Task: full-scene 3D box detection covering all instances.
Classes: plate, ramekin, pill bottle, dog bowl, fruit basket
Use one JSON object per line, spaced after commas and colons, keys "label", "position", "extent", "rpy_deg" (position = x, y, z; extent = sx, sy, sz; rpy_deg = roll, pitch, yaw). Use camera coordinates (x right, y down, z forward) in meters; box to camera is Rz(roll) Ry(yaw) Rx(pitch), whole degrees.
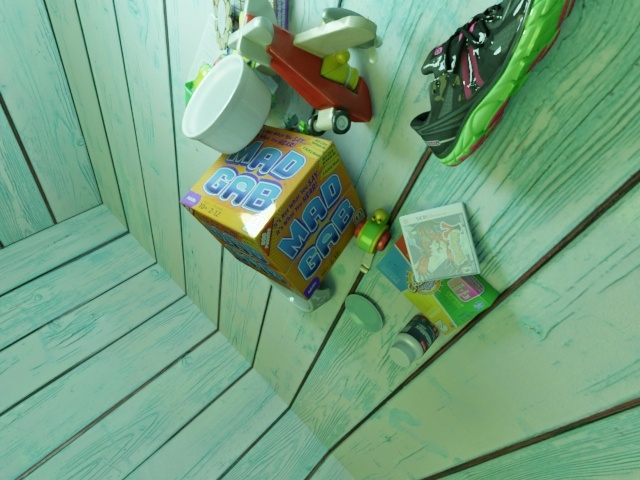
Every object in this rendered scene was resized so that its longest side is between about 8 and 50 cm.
{"label": "plate", "position": [0.179, 0.292, 1.643], "extent": [0.188, 0.024, 0.188], "rpy_deg": [31, 140, 31]}
{"label": "ramekin", "position": [-0.273, -0.392, 1.205], "extent": [0.277, 0.277, 0.135], "rpy_deg": [9, 164, 46]}
{"label": "pill bottle", "position": [0.318, 0.343, 1.386], "extent": [0.108, 0.180, 0.108], "rpy_deg": [30, 139, 30]}
{"label": "dog bowl", "position": [-0.117, 0.170, 1.749], "extent": [0.348, 0.102, 0.349], "rpy_deg": [37, 156, 19]}
{"label": "fruit basket", "position": [-0.326, -0.539, 1.439], "extent": [0.327, 0.165, 0.353], "rpy_deg": [47, 131, 1]}

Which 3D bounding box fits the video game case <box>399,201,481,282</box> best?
{"label": "video game case", "position": [0.332, 0.010, 1.139], "extent": [0.183, 0.023, 0.201], "rpy_deg": [-13, 96, 32]}

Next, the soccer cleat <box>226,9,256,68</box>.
{"label": "soccer cleat", "position": [-0.197, -0.576, 1.181], "extent": [0.289, 0.093, 0.121], "rpy_deg": [-12, 99, 62]}

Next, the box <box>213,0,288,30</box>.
{"label": "box", "position": [-0.214, -0.728, 1.210], "extent": [0.293, 0.057, 0.201], "rpy_deg": [35, 142, 26]}

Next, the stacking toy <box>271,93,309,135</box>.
{"label": "stacking toy", "position": [-0.083, -0.362, 1.300], "extent": [0.167, 0.052, 0.221], "rpy_deg": [42, 172, 18]}

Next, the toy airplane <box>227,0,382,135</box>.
{"label": "toy airplane", "position": [-0.029, -0.478, 1.024], "extent": [0.386, 0.273, 0.384], "rpy_deg": [29, 172, 12]}

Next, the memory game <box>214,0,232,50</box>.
{"label": "memory game", "position": [-0.295, -0.674, 1.226], "extent": [0.186, 0.012, 0.186], "rpy_deg": [26, 119, 60]}

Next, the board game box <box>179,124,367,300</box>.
{"label": "board game box", "position": [-0.132, -0.098, 1.292], "extent": [0.356, 0.357, 0.356], "rpy_deg": [24, 160, 36]}

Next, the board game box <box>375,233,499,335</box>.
{"label": "board game box", "position": [0.348, 0.120, 1.265], "extent": [0.316, 0.064, 0.242], "rpy_deg": [45, 144, 13]}

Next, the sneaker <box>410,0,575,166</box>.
{"label": "sneaker", "position": [0.311, -0.358, 0.802], "extent": [0.202, 0.185, 0.483], "rpy_deg": [39, 142, 14]}

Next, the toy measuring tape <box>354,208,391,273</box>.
{"label": "toy measuring tape", "position": [0.158, 0.026, 1.359], "extent": [0.121, 0.121, 0.330], "rpy_deg": [38, 142, 22]}
